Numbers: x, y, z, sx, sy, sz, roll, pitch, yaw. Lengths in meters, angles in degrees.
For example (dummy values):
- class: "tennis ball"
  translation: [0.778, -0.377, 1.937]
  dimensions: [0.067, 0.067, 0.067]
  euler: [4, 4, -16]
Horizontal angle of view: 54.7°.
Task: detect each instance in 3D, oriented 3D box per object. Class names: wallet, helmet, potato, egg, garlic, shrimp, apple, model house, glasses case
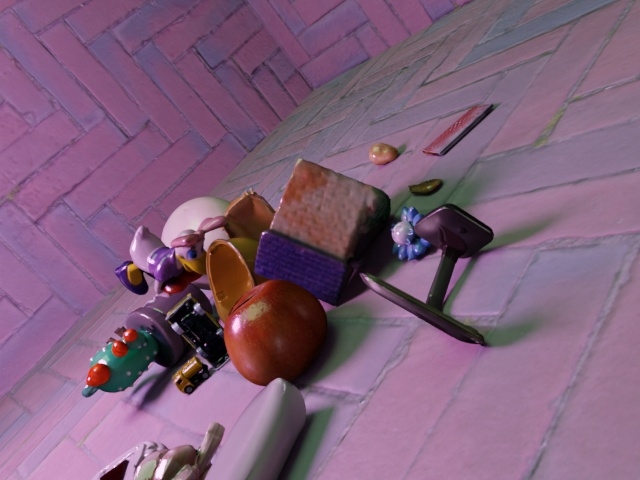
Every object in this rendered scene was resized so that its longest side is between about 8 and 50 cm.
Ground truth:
- class: "wallet"
  translation: [0.363, -0.293, 1.639]
  dimensions: [0.196, 0.020, 0.103]
  euler: [-43, 19, -7]
- class: "helmet"
  translation: [-0.166, 0.094, 1.500]
  dimensions: [0.140, 0.257, 0.205]
  euler: [-26, 33, -36]
- class: "potato"
  translation: [0.187, -0.258, 1.838]
  dimensions: [0.083, 0.068, 0.062]
  euler: [-3, 0, 40]
- class: "egg"
  translation: [-0.331, 0.014, 1.876]
  dimensions: [0.283, 0.283, 0.345]
  euler: [-43, 30, -7]
- class: "garlic"
  translation: [-0.231, 0.387, 1.039]
  dimensions: [0.127, 0.131, 0.194]
  euler: [-17, 38, 45]
- class: "shrimp"
  translation: [0.252, -0.131, 1.481]
  dimensions: [0.059, 0.023, 0.108]
  euler: [-35, 16, -16]
- class: "apple"
  translation: [-0.096, 0.171, 1.215]
  dimensions: [0.210, 0.173, 0.235]
  euler: [-44, 18, -14]
- class: "model house"
  translation: [0.000, 0.000, 1.399]
  dimensions: [0.312, 0.245, 0.280]
  euler: [34, -102, -83]
- class: "glasses case"
  translation: [-0.122, 0.367, 0.964]
  dimensions: [0.128, 0.083, 0.308]
  euler: [-31, 20, 42]

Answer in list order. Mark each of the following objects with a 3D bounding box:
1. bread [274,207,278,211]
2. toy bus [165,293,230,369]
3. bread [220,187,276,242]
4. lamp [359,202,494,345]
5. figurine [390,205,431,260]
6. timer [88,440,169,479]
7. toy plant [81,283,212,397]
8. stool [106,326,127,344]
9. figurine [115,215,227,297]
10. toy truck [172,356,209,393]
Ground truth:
- class: "bread"
  translation: [-0.057, -0.057, 1.751]
  dimensions: [0.174, 0.121, 0.245]
  euler: [-43, 12, -38]
- class: "toy bus"
  translation: [-0.281, 0.216, 1.481]
  dimensions: [0.088, 0.175, 0.101]
  euler: [-43, 12, -8]
- class: "bread"
  translation: [-0.151, -0.007, 1.620]
  dimensions: [0.136, 0.241, 0.107]
  euler: [-42, 14, -8]
- class: "lamp"
  translation: [0.164, 0.041, 0.994]
  dimensions: [0.124, 0.203, 0.283]
  euler: [-49, 12, 43]
- class: "figurine"
  translation: [0.186, -0.010, 1.236]
  dimensions: [0.114, 0.079, 0.114]
  euler: [-35, 48, 51]
- class: "timer"
  translation: [-0.382, 0.499, 1.149]
  dimensions: [0.237, 0.087, 0.262]
  euler: [-38, 19, 6]
- class: "toy plant"
  translation: [-0.473, 0.281, 1.658]
  dimensions: [0.279, 0.185, 0.400]
  euler: [-16, 21, 42]
- class: "stool"
  translation: [-0.570, 0.307, 1.914]
  dimensions: [0.217, 0.121, 0.125]
  euler: [-27, 20, 48]
- class: "figurine"
  translation: [-0.395, 0.038, 1.627]
  dimensions: [0.421, 0.193, 0.154]
  euler: [-8, 22, 43]
- class: "toy truck"
  translation: [-0.310, 0.322, 1.470]
  dimensions: [0.083, 0.054, 0.049]
  euler: [-42, 19, -2]
